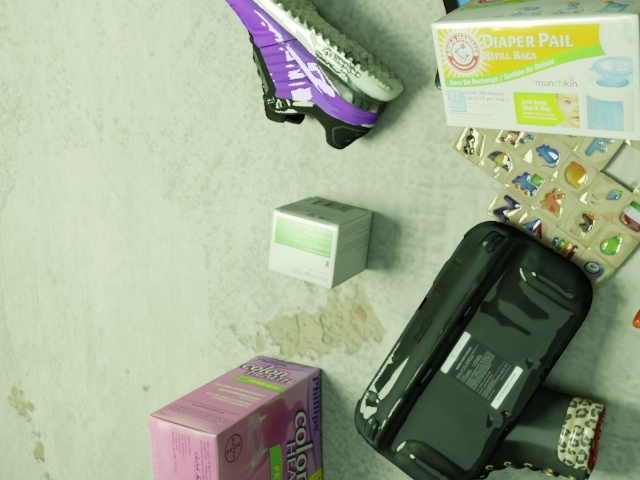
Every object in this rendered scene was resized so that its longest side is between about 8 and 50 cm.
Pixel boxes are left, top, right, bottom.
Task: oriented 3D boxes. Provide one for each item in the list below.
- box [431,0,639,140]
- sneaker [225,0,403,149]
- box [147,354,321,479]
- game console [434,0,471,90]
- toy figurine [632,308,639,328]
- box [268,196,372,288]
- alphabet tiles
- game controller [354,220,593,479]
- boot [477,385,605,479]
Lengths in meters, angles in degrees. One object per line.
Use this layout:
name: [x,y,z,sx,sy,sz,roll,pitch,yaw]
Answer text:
box: [0.222,-0.173,0.674,0.203,0.103,0.114,13,129,43]
sneaker: [-0.045,-0.227,0.911,0.293,0.102,0.146,44,120,16]
box: [-0.108,0.307,0.989,0.117,0.243,0.213,6,104,30]
game console: [0.189,-0.219,0.772,0.144,0.085,0.124,19,101,31]
toy figurine: [0.405,0.033,0.633,0.148,0.209,0.213,38,117,12]
box: [0.000,0.000,0.936,0.101,0.102,0.087,15,111,27]
alphabet tiles: [0.274,-0.086,0.804,0.237,0.009,0.198,40,119,18]
game controller: [0.174,0.139,0.834,0.166,0.067,0.319,33,98,13]
boot: [0.231,0.270,0.861,0.179,0.085,0.236,16,102,29]
